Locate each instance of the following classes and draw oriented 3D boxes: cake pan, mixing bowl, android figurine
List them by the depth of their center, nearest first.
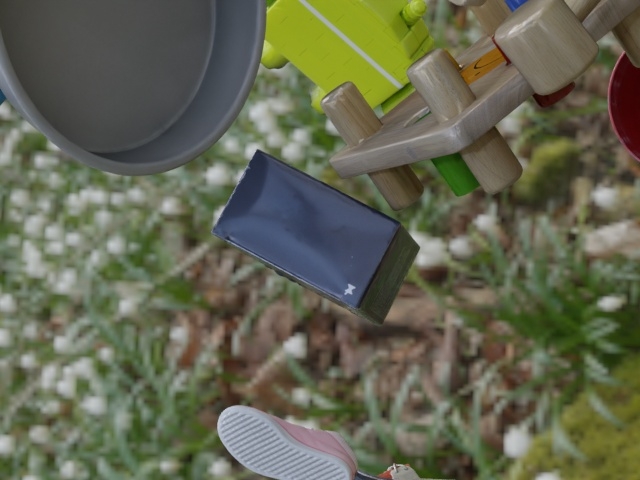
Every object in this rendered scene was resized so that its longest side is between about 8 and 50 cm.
[{"bbox_3d":[-0.168,-0.200,1.391,0.054,0.293,0.293,3,88,45],"label":"cake pan"},{"bbox_3d":[0.027,-0.229,1.864,0.056,0.248,0.273,-54,8,-27],"label":"android figurine"},{"bbox_3d":[0.418,-0.157,1.902,0.098,0.181,0.181,12,-98,-79],"label":"mixing bowl"}]

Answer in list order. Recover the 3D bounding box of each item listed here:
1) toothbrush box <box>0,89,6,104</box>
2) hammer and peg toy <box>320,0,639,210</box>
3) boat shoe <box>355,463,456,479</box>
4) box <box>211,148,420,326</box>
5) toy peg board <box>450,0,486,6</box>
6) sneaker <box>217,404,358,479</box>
[{"bbox_3d":[-0.426,-0.128,1.448,0.126,0.216,0.295,-10,37,39],"label":"toothbrush box"},{"bbox_3d":[0.174,-0.149,1.403,0.127,0.266,0.361,55,159,-11],"label":"hammer and peg toy"},{"bbox_3d":[0.086,0.246,1.688,0.049,0.137,0.043,-169,97,-73],"label":"boat shoe"},{"bbox_3d":[0.000,0.000,1.580,0.093,0.156,0.158,-62,-13,-2],"label":"box"},{"bbox_3d":[0.023,-0.215,0.792,0.160,0.079,0.161,39,121,42],"label":"toy peg board"},{"bbox_3d":[-0.026,0.188,1.516,0.051,0.134,0.070,-67,-12,12],"label":"sneaker"}]
